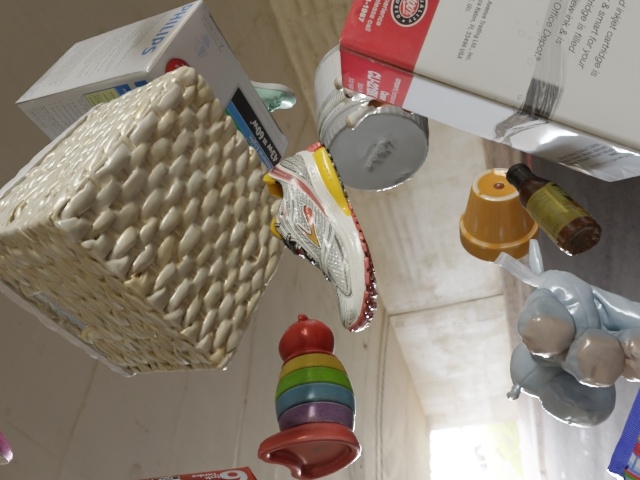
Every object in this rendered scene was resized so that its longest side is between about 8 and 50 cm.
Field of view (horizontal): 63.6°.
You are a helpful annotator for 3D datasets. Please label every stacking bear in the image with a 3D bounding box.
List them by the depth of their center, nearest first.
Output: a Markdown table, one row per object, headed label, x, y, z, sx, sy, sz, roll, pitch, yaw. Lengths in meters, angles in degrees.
| label | x | y | z | sx | sy | sz | roll | pitch | yaw |
| --- | --- | --- | --- | --- | --- | --- | --- | --- | --- |
| stacking bear | -0.019 | 0.282 | 1.009 | 0.175 | 0.164 | 0.288 | 49 | -157 | -39 |

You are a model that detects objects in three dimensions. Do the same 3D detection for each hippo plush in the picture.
| label | x | y | z | sx | sy | sz | roll | pitch | yaw |
| --- | --- | --- | --- | --- | --- | --- | --- | --- | --- |
| hippo plush | 0.380 | 0.188 | 0.844 | 0.235 | 0.294 | 0.236 | -17 | -51 | -38 |

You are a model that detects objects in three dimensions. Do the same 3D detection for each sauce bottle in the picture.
| label | x | y | z | sx | sy | sz | roll | pitch | yaw |
| --- | --- | --- | --- | --- | --- | --- | --- | --- | --- |
| sauce bottle | 0.229 | -0.038 | 0.522 | 0.128 | 0.042 | 0.042 | -108 | -4 | -49 |

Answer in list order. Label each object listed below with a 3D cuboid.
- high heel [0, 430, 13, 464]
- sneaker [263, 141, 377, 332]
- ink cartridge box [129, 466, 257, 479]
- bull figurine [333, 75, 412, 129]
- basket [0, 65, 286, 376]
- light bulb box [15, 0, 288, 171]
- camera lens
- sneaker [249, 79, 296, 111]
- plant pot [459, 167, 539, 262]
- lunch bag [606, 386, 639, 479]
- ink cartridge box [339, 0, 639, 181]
| label | x | y | z | sx | sy | sz | roll | pitch | yaw |
| --- | --- | --- | --- | --- | --- | --- | --- | --- | --- |
| high heel | -0.477 | 0.187 | 0.670 | 0.244 | 0.082 | 0.117 | 51 | -153 | -26 |
| sneaker | 0.000 | 0.000 | 0.568 | 0.088 | 0.093 | 0.225 | 66 | -177 | -60 |
| ink cartridge box | -0.212 | 0.410 | 0.655 | 0.272 | 0.310 | 0.129 | 169 | 103 | -68 |
| bull figurine | 0.113 | -0.261 | 0.738 | 0.101 | 0.188 | 0.310 | 50 | -120 | -18 |
| basket | -0.246 | -0.018 | 0.763 | 0.328 | 0.267 | 0.331 | 53 | -136 | -32 |
| light bulb box | -0.320 | -0.235 | 1.055 | 0.357 | 0.362 | 0.225 | 57 | -138 | -43 |
| camera lens | 0.099 | -0.266 | 1.066 | 0.219 | 0.220 | 0.274 | 63 | -163 | -48 |
| sneaker | -0.152 | -0.318 | 1.306 | 0.256 | 0.094 | 0.150 | -9 | -90 | -51 |
| plant pot | 0.466 | -0.078 | 1.352 | 0.205 | 0.205 | 0.187 | -90 | -14 | -44 |
| lunch bag | 0.338 | 0.104 | 0.316 | 0.138 | 0.221 | 0.292 | 13 | -81 | -44 |
| ink cartridge box | 0.176 | -0.188 | 0.428 | 0.114 | 0.273 | 0.196 | 2 | -71 | -86 |
